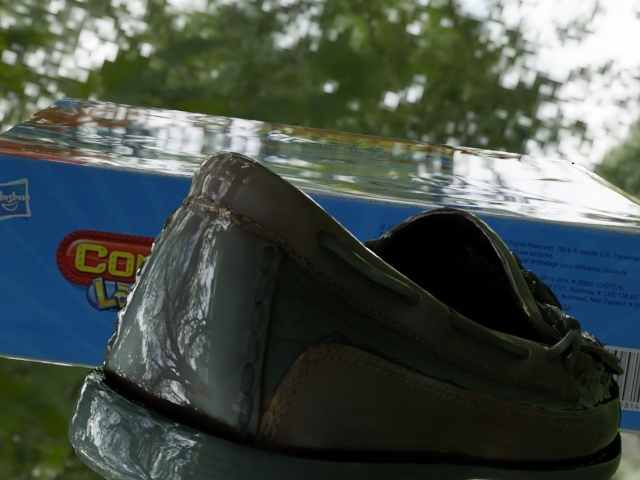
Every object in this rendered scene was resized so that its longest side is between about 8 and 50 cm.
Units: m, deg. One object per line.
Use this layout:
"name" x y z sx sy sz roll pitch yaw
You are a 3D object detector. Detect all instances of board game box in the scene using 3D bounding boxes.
"board game box" 0.000 0.000 0.818 0.302 0.308 0.086 -104 22 -80

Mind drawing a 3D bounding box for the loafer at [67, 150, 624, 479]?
"loafer" 0.035 0.026 0.483 0.267 0.096 0.084 3 -76 -62
